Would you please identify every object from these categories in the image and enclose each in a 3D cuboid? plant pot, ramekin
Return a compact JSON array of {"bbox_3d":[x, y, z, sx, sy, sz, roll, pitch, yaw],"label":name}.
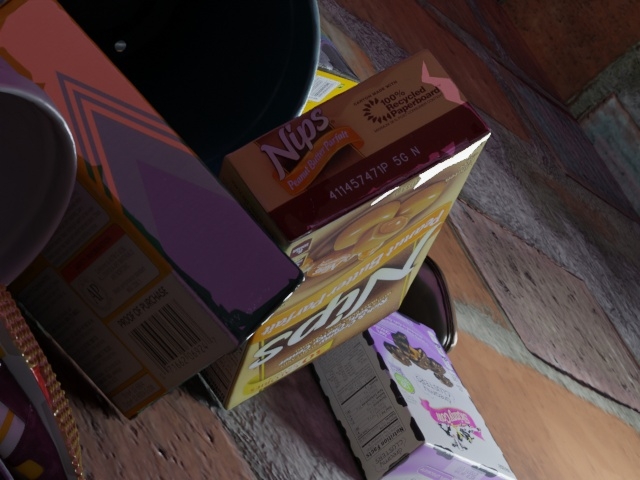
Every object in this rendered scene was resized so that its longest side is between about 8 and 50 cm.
[{"bbox_3d":[-0.168,-0.195,1.674,0.271,0.271,0.255,40,4,-28],"label":"plant pot"},{"bbox_3d":[-0.263,-0.045,1.196,0.109,0.207,0.207,49,15,32],"label":"ramekin"}]

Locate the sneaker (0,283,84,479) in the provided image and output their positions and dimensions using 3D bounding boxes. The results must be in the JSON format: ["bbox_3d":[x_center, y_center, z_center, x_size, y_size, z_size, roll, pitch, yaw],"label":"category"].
[{"bbox_3d":[-0.211,0.102,1.243,0.069,0.084,0.185,-111,180,-59],"label":"sneaker"}]

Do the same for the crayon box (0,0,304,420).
[{"bbox_3d":[-0.181,-0.040,1.368,0.323,0.203,0.083,47,57,-5],"label":"crayon box"}]

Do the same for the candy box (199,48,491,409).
[{"bbox_3d":[0.000,0.000,1.495,0.087,0.183,0.316,54,-23,16],"label":"candy box"}]

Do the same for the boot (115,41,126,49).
[{"bbox_3d":[-0.220,-0.328,1.999,0.280,0.264,0.096,39,-28,28],"label":"boot"}]

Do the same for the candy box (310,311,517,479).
[{"bbox_3d":[0.078,0.152,1.818,0.165,0.070,0.196,29,26,-49],"label":"candy box"}]

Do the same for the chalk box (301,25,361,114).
[{"bbox_3d":[-0.085,-0.214,2.091,0.213,0.132,0.132,55,19,20],"label":"chalk box"}]

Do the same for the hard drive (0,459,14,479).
[{"bbox_3d":[-0.179,0.171,1.162,0.135,0.022,0.094,54,-17,12],"label":"hard drive"}]

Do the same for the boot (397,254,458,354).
[{"bbox_3d":[0.058,0.031,2.061,0.106,0.082,0.219,-7,59,-43],"label":"boot"}]
